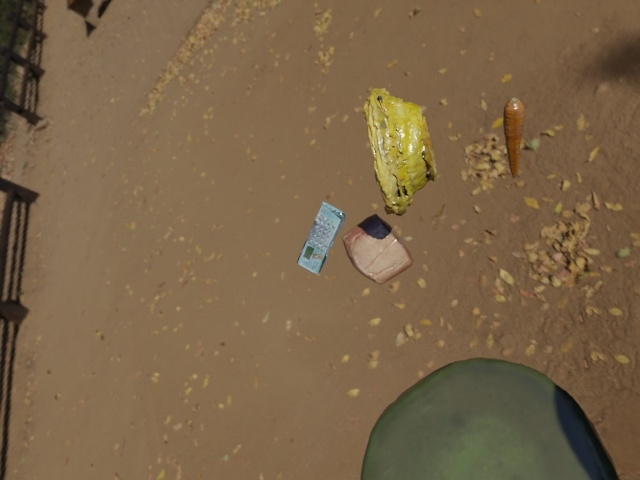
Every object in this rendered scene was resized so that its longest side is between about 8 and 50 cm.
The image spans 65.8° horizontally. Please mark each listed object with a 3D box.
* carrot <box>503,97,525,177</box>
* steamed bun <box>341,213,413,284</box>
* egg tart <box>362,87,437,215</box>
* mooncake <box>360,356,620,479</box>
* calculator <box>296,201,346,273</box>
[{"bbox_3d":[0.464,-0.238,1.187,0.048,0.216,0.048,-11,39,9],"label":"carrot"},{"bbox_3d":[0.148,0.024,1.318,0.144,0.175,0.106,-36,12,14],"label":"steamed bun"},{"bbox_3d":[0.177,-0.196,1.059,0.123,0.294,0.294,-10,59,15],"label":"egg tart"},{"bbox_3d":[0.246,0.362,0.727,0.356,0.194,0.357,-18,40,16],"label":"mooncake"},{"bbox_3d":[0.000,0.000,0.998,0.018,0.057,0.172,-51,-11,-50],"label":"calculator"}]
